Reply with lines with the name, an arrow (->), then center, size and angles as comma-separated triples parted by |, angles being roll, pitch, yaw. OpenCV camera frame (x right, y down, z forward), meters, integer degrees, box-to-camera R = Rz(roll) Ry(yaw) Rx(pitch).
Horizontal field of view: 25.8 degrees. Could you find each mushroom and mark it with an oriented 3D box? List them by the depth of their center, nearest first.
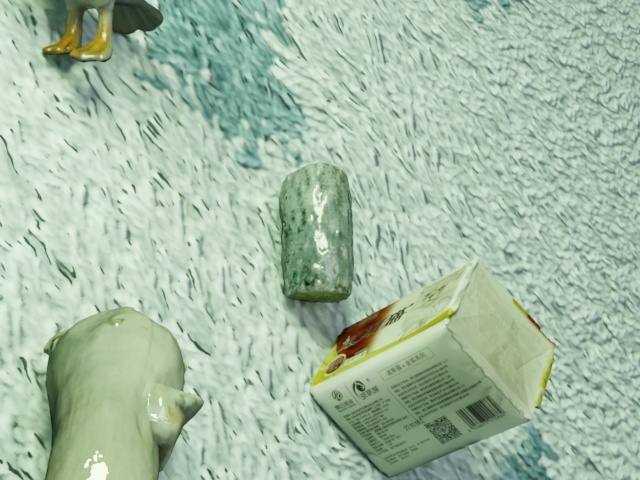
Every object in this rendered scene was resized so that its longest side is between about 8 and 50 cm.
mushroom -> -0.130, 0.128, 0.841 | 0.099, 0.096, 0.278 | 26, 25, -16

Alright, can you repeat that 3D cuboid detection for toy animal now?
toy animal -> -0.169, -0.207, 1.000 | 0.197, 0.272, 0.160 | -38, 132, -55

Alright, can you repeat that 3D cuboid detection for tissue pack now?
tissue pack -> 0.087, 0.099, 1.077 | 0.106, 0.148, 0.099 | 48, 41, -14

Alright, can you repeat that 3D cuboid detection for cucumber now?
cucumber -> 0.000, -0.002, 1.115 | 0.064, 0.064, 0.112 | 20, 54, -38
